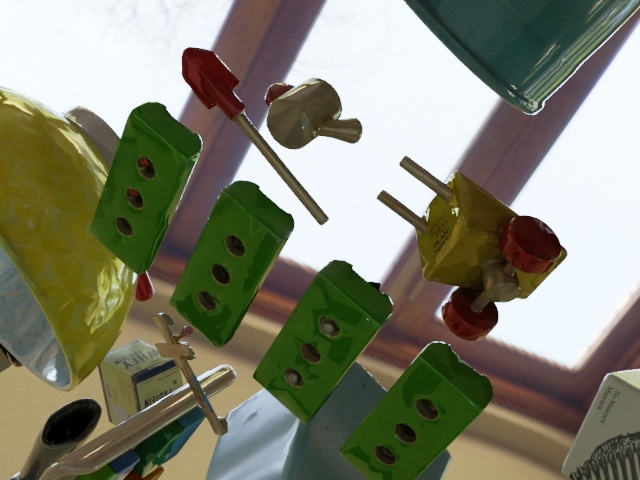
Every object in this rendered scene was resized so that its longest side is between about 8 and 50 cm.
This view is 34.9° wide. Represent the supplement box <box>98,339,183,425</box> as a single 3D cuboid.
[{"bbox_3d":[-0.193,0.164,1.107,0.056,0.083,0.083,-22,-155,-36],"label":"supplement box"}]

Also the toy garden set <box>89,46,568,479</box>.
[{"bbox_3d":[0.000,0.000,0.548,0.244,0.204,0.049,40,-135,9],"label":"toy garden set"}]

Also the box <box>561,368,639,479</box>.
[{"bbox_3d":[0.362,0.224,0.886,0.275,0.113,0.094,28,-168,34],"label":"box"}]

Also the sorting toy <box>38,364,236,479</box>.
[{"bbox_3d":[-0.167,0.190,0.776,0.038,0.208,0.193,48,-149,10],"label":"sorting toy"}]

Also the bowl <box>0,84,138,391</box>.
[{"bbox_3d":[-0.243,-0.030,0.879,0.156,0.289,0.289,-38,-111,-26],"label":"bowl"}]

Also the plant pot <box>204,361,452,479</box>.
[{"bbox_3d":[-0.012,0.341,1.352,0.248,0.247,0.252,45,-148,-10],"label":"plant pot"}]

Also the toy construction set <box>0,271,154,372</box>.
[{"bbox_3d":[-0.367,-0.002,1.121,0.308,0.237,0.257,-17,-155,-1],"label":"toy construction set"}]

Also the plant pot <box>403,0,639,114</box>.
[{"bbox_3d":[0.182,-0.285,0.808,0.271,0.255,0.272,40,-156,-22],"label":"plant pot"}]

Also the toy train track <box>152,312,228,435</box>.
[{"bbox_3d":[-0.075,0.079,0.612,0.014,0.048,0.083,-32,-77,-31],"label":"toy train track"}]

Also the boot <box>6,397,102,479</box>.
[{"bbox_3d":[-0.390,0.319,1.379,0.076,0.208,0.190,43,-134,-4],"label":"boot"}]
